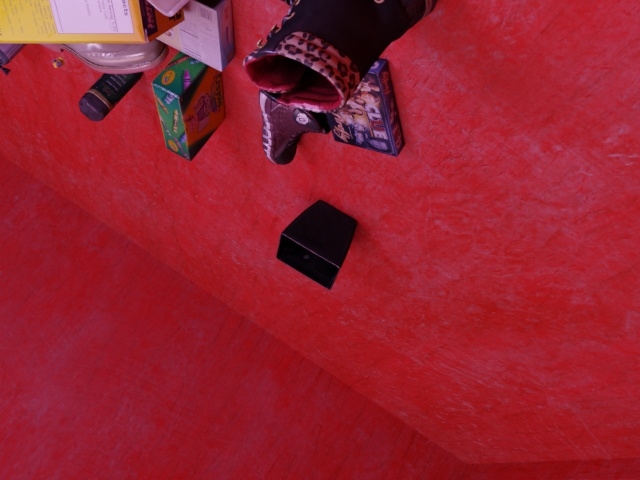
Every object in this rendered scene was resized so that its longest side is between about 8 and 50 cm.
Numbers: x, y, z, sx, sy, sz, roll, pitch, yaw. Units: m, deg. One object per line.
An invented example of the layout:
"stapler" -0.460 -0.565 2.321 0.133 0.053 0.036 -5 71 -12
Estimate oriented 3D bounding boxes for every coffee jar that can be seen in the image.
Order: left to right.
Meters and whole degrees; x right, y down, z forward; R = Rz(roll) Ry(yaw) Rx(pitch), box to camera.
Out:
"coffee jar" -0.568 -0.406 1.836 0.079 0.184 0.096 42 154 -20

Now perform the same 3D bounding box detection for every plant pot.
"plant pot" 0.000 0.000 1.930 0.188 0.167 0.187 30 156 5

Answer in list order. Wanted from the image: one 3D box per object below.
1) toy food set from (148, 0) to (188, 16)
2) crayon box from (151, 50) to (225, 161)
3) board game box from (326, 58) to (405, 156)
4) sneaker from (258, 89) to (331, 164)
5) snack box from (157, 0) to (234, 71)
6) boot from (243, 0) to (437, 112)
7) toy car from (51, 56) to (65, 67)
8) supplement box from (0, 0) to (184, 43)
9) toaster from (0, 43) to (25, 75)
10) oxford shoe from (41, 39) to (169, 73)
"toy food set" -0.283 -0.554 1.125 0.306 0.220 0.092 43 173 -12
"crayon box" -0.317 -0.340 1.677 0.081 0.165 0.278 29 156 9
"board game box" 0.081 -0.288 1.436 0.165 0.042 0.243 19 153 28
"sneaker" -0.049 -0.254 1.590 0.162 0.106 0.281 22 153 17
"snack box" -0.341 -0.517 1.500 0.322 0.060 0.187 28 154 10
"boot" -0.034 -0.370 1.123 0.377 0.284 0.138 25 155 20
"toy car" -0.619 -0.461 1.626 0.060 0.040 0.122 18 132 16
"supplement box" -0.475 -0.503 1.326 0.356 0.195 0.194 4 122 12
"toaster" -0.925 -0.605 1.945 0.129 0.146 0.227 5 143 48
"oxford shoe" -0.557 -0.514 1.645 0.397 0.140 0.146 17 153 13
